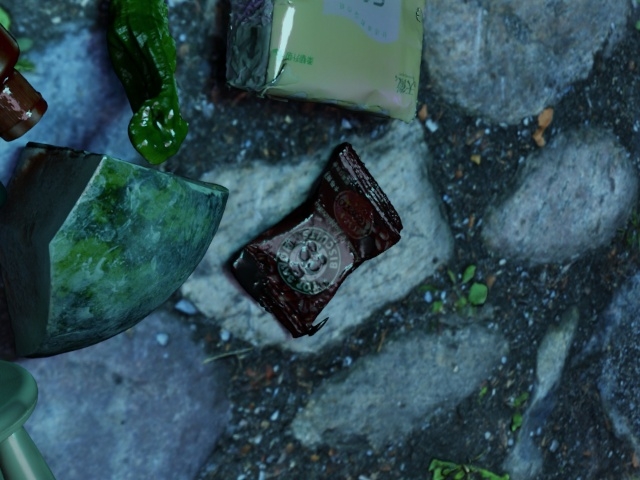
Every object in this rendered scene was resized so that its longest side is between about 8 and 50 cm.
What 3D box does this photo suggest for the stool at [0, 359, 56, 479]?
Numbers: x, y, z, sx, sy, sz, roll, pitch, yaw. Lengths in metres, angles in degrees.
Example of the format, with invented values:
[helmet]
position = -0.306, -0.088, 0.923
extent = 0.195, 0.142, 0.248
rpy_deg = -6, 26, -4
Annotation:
[stool]
position = -0.353, 0.241, 0.995
extent = 0.195, 0.195, 0.198
rpy_deg = -20, 110, -34

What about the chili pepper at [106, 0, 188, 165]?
[chili pepper]
position = -0.178, -0.180, 1.074
extent = 0.074, 0.256, 0.100
rpy_deg = -15, 144, -6

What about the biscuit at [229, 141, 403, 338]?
[biscuit]
position = 0.004, 0.004, 1.310
extent = 0.235, 0.063, 0.151
rpy_deg = -45, 110, -17

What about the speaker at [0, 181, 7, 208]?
[speaker]
position = -0.368, -0.047, 1.032
extent = 0.095, 0.060, 0.075
rpy_deg = -26, 118, 7

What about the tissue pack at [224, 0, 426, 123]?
[tissue pack]
position = 0.009, -0.259, 1.234
extent = 0.257, 0.123, 0.214
rpy_deg = 2, 94, -45

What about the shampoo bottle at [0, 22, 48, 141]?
[shampoo bottle]
position = -0.369, -0.206, 0.990
extent = 0.102, 0.064, 0.260
rpy_deg = -52, 123, -19

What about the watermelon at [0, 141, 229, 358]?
[watermelon]
position = -0.248, -0.001, 1.096
extent = 0.289, 0.214, 0.320
rpy_deg = -51, 173, 18
